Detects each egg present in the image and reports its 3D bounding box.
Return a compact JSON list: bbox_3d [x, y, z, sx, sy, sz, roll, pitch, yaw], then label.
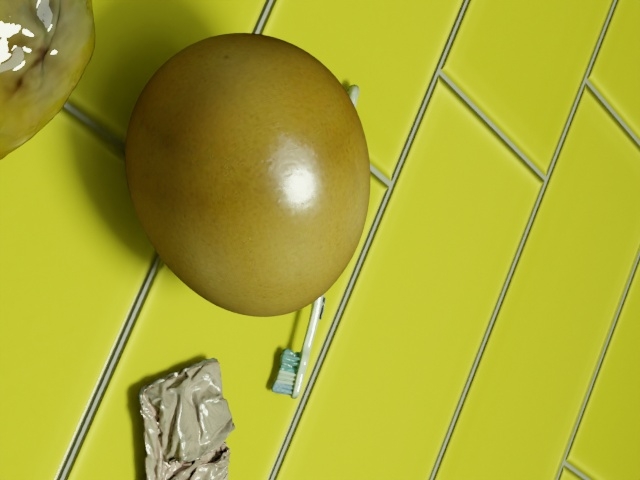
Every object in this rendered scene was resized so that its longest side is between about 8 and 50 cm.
[{"bbox_3d":[-0.071,-0.062,1.699,0.250,0.250,0.322,-46,137,-34],"label":"egg"}]

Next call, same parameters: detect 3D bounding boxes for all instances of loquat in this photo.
[{"bbox_3d":[-0.332,-0.169,1.329,0.276,0.284,0.276,-18,112,-54],"label":"loquat"}]

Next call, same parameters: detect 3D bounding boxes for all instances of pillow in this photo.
[{"bbox_3d":[-0.148,0.264,1.853,0.135,0.049,0.248,-23,119,-51],"label":"pillow"}]

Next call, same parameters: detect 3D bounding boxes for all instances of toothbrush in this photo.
[{"bbox_3d":[0.005,0.001,1.976,0.040,0.040,0.386,16,87,-51],"label":"toothbrush"}]
